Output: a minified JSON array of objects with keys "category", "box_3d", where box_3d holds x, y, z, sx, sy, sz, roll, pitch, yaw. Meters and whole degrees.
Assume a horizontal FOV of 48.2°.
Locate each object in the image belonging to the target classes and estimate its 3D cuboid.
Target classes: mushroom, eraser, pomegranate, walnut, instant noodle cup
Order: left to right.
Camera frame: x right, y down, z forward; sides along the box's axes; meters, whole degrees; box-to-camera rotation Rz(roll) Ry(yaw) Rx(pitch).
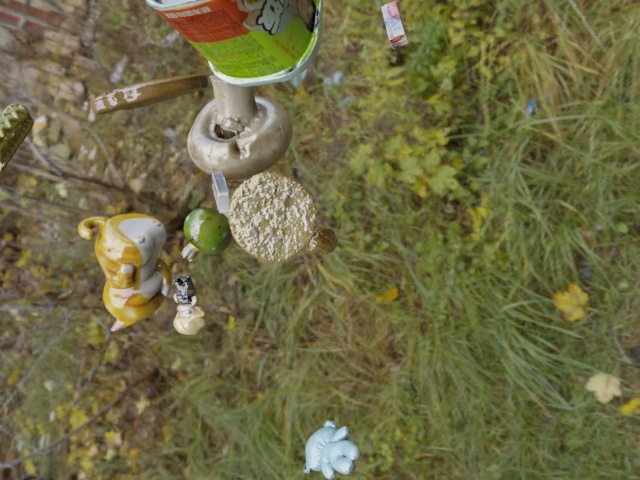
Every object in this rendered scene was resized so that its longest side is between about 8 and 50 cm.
[{"category":"pomegranate","box_3d":[-0.410,-0.015,2.516,0.209,0.180,0.180,-55,27,-7]},{"category":"eraser","box_3d":[-0.247,-0.120,1.762,0.122,0.029,0.052,-116,24,-52]},{"category":"instant noodle cup","box_3d":[-0.173,-0.479,1.385,0.294,0.308,0.293,-5,78,23]},{"category":"mushroom","box_3d":[-0.232,-0.318,1.902,0.290,0.293,0.292,75,-179,-48]},{"category":"walnut","box_3d":[0.000,0.000,1.890,0.079,0.096,0.082,46,112,32]}]

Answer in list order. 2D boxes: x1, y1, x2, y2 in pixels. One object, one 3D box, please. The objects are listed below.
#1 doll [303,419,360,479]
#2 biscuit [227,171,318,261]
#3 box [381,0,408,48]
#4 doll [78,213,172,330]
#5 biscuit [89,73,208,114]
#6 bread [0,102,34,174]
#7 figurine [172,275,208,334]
[{"category":"doll","box_3d":[0.035,0.431,1.438,0.180,0.075,0.120,-1,52,58]},{"category":"biscuit","box_3d":[-0.114,-0.056,1.716,0.033,0.220,0.219,-75,1,-87]},{"category":"box","box_3d":[0.233,-0.682,2.256,0.055,0.039,0.218,-19,44,15]},{"category":"doll","box_3d":[-0.434,0.066,1.650,0.166,0.162,0.269,-51,-39,-57]},{"category":"biscuit","box_3d":[-0.548,-0.465,2.270,0.381,0.359,0.074,10,114,58]},{"category":"bread","box_3d":[-0.823,-0.268,1.864,0.269,0.087,0.098,-89,-13,-52]},{"category":"figurine","box_3d":[-0.426,0.211,2.312,0.108,0.114,0.196,-77,-19,-67]}]
